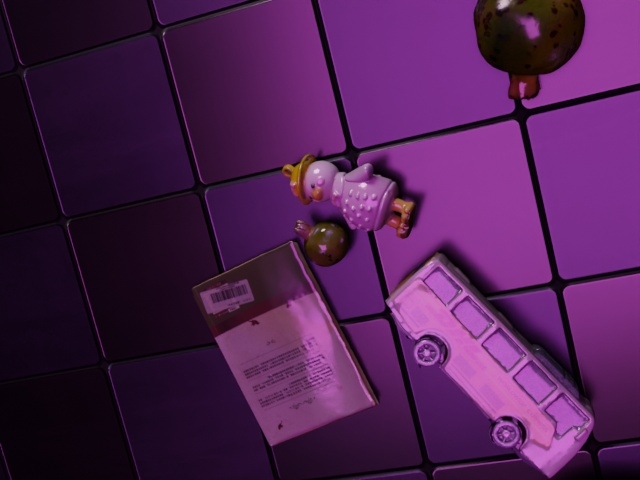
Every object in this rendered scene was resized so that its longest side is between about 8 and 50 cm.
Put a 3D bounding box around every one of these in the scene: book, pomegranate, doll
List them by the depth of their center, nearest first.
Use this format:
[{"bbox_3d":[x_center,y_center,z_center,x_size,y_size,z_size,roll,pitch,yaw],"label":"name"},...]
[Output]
[{"bbox_3d":[0.276,-0.269,1.227,0.143,0.122,0.169,-4,98,-13],"label":"pomegranate"},{"bbox_3d":[0.040,-0.069,1.353,0.207,0.081,0.129,22,139,11],"label":"doll"},{"bbox_3d":[0.000,0.001,1.386,0.085,0.073,0.073,27,107,13],"label":"pomegranate"},{"bbox_3d":[-0.059,0.165,1.457,0.201,0.026,0.289,-24,94,19],"label":"book"}]

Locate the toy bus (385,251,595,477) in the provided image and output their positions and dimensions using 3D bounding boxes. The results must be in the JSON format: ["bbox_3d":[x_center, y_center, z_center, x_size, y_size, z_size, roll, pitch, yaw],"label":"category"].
[{"bbox_3d":[0.243,0.176,1.345,0.342,0.097,0.138,45,102,4],"label":"toy bus"}]
